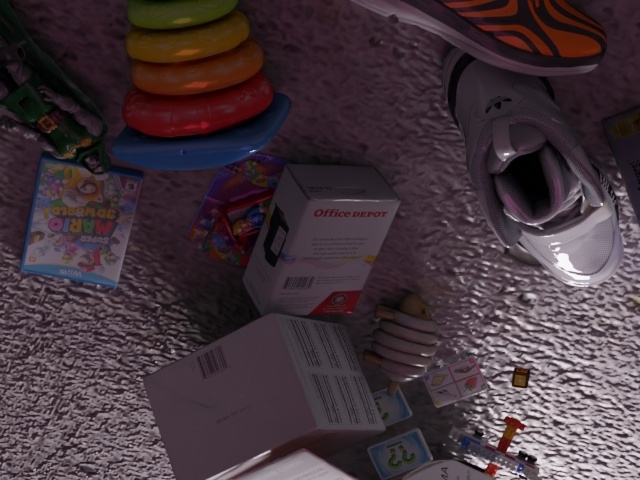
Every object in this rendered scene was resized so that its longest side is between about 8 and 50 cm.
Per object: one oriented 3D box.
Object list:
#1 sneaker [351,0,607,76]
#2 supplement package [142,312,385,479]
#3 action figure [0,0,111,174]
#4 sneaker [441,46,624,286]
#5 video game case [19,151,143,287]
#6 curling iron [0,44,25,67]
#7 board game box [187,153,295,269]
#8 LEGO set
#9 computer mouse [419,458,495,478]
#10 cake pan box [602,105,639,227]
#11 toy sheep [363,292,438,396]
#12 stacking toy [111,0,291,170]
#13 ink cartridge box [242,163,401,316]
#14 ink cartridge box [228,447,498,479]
[{"bbox_3d":[0.175,-0.289,1.372,0.321,0.125,0.180,17,124,-15],"label":"sneaker"},{"bbox_3d":[-0.064,0.196,1.629,0.194,0.149,0.203,-27,162,19],"label":"supplement package"},{"bbox_3d":[-0.312,-0.154,1.473,0.137,0.063,0.232,-31,119,31],"label":"action figure"},{"bbox_3d":[0.250,-0.042,1.502,0.137,0.210,0.366,-25,124,14],"label":"sneaker"},{"bbox_3d":[-0.284,-0.022,1.602,0.119,0.015,0.166,11,125,-12],"label":"video game case"},{"bbox_3d":[-0.417,-0.166,1.434,0.274,0.035,0.068,-16,136,29],"label":"curling iron"},{"bbox_3d":[-0.076,-0.022,1.604,0.133,0.033,0.169,20,122,-17],"label":"board game box"},{"bbox_3d":[0.175,0.255,1.757,0.244,0.060,0.182,-23,96,16],"label":"LEGO set"},{"bbox_3d":[0.132,0.367,1.882,0.272,0.072,0.188,-26,118,25],"label":"computer mouse"},{"bbox_3d":[0.409,0.014,1.534,0.070,0.246,0.267,-20,126,15],"label":"cake pan box"},{"bbox_3d":[0.102,0.130,1.691,0.091,0.091,0.132,13,99,-13],"label":"toy sheep"},{"bbox_3d":[-0.141,-0.238,1.389,0.175,0.166,0.302,-3,115,13],"label":"stacking toy"},{"bbox_3d":[0.000,0.000,1.578,0.127,0.072,0.175,0,128,-31],"label":"ink cartridge box"},{"bbox_3d":[0.020,0.335,1.687,0.385,0.091,0.308,31,137,-32],"label":"ink cartridge box"}]
